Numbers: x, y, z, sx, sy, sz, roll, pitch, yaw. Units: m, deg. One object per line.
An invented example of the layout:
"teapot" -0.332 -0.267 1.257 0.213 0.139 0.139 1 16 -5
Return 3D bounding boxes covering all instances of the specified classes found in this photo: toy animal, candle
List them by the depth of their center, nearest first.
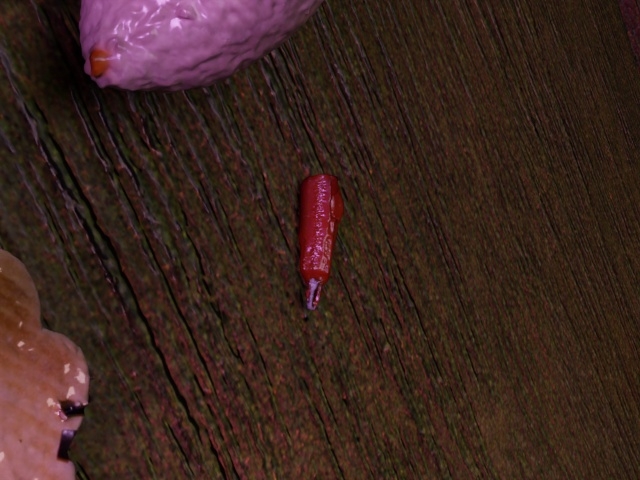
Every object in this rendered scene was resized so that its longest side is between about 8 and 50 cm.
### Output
"toy animal" -0.089 -0.257 0.730 0.188 0.227 0.358 51 46 -32
"candle" 0.000 0.000 0.936 0.053 0.048 0.162 9 75 -20

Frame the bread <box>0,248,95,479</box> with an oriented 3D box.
"bread" -0.284 0.142 0.539 0.316 0.054 0.316 15 71 -51
